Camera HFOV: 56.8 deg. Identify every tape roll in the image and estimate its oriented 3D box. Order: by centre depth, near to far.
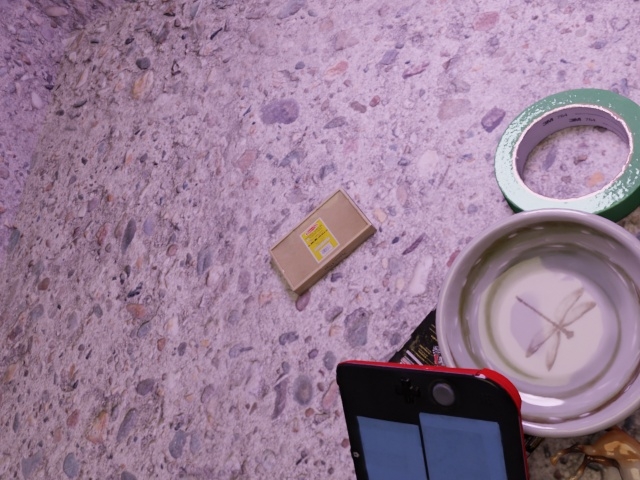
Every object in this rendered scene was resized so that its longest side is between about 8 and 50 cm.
[{"bbox_3d":[0.543,-0.173,1.274,0.321,0.077,0.321,-15,59,27],"label":"tape roll"}]

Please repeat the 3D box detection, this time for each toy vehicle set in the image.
[{"bbox_3d":[0.000,0.000,1.555,0.267,0.035,0.166,-41,51,8],"label":"toy vehicle set"}]

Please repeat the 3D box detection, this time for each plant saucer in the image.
[{"bbox_3d":[0.410,0.144,1.063,0.401,0.100,0.400,-11,69,31],"label":"plant saucer"}]

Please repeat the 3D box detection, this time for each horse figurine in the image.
[{"bbox_3d":[0.513,0.405,1.002,0.174,0.066,0.263,-38,54,17],"label":"horse figurine"}]

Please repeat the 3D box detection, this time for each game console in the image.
[{"bbox_3d":[0.203,0.404,1.067,0.342,0.060,0.386,-4,103,30],"label":"game console"}]

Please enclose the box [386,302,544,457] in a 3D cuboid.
[{"bbox_3d":[0.323,0.265,1.188,0.257,0.079,0.322,-51,51,2],"label":"box"}]
